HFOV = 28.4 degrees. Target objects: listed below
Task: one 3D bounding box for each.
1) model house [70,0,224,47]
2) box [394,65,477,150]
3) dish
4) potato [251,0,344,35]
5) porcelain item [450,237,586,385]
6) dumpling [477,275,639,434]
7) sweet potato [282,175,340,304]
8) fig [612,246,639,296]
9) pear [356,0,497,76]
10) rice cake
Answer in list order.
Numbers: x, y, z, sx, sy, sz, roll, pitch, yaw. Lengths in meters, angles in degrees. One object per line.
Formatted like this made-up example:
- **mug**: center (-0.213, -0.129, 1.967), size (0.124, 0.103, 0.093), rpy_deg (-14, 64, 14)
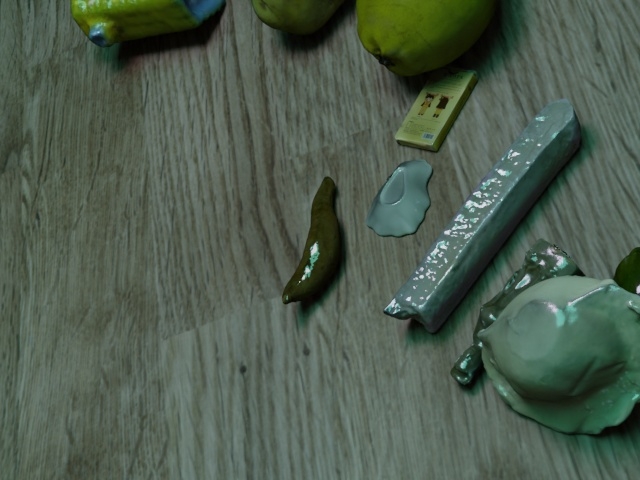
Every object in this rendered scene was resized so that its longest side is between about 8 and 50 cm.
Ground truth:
- **model house**: center (-0.310, -0.482, 2.274), size (0.237, 0.215, 0.303), rpy_deg (-5, 60, 25)
- **box**: center (0.177, -0.202, 1.919), size (0.073, 0.020, 0.149), rpy_deg (16, 66, 37)
- **dish**: center (0.116, -0.072, 1.843), size (0.091, 0.039, 0.137), rpy_deg (8, 62, 33)
- **potato**: center (-0.020, -0.458, 2.105), size (0.148, 0.197, 0.228), rpy_deg (35, 111, 45)
- **porcelain item**: center (0.243, 0.098, 1.637), size (0.216, 0.069, 0.081), rpy_deg (-47, 53, -3)
- **dumpling**: center (0.298, 0.140, 1.510), size (0.258, 0.193, 0.147), rpy_deg (-19, 7, 44)
- **sweet potato**: center (0.002, -0.002, 1.844), size (0.069, 0.059, 0.249), rpy_deg (-15, 46, 35)
- **fig**: center (0.407, 0.051, 1.558), size (0.117, 0.117, 0.177), rpy_deg (-23, 38, 12)
- **pear**: center (0.164, -0.374, 1.929), size (0.212, 0.212, 0.269), rpy_deg (22, 69, 38)
- **rice cake**: center (0.234, -0.031, 1.729), size (0.064, 0.070, 0.399), rpy_deg (29, 74, 39)
